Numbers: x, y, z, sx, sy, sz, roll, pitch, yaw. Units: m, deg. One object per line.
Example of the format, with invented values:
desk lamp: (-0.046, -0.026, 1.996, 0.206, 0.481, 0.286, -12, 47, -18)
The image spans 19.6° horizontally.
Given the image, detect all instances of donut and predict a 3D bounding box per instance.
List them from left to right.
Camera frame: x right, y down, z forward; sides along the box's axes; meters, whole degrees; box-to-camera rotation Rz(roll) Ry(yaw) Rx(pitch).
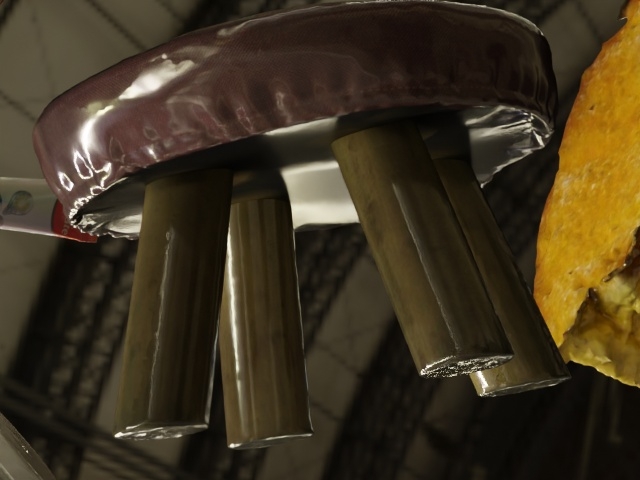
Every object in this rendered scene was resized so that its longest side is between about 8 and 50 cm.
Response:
donut: (0.362, -0.074, 1.454, 0.163, 0.435, 0.377, 23, -111, -23)

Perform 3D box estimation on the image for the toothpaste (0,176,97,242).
toothpaste: (-0.237, -0.027, 1.269, 0.190, 0.031, 0.048, 5, -73, -29)

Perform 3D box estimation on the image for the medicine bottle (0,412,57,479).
medicine bottle: (-0.232, 0.173, 0.990, 0.191, 0.107, 0.107, -40, -38, -6)

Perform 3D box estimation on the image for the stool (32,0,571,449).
stool: (0.000, 0.000, 0.947, 0.272, 0.272, 0.178, 12, -115, -63)

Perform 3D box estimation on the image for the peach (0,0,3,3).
peach: (-0.243, -0.195, 0.894, 0.249, 0.245, 0.274, 14, -113, -34)
